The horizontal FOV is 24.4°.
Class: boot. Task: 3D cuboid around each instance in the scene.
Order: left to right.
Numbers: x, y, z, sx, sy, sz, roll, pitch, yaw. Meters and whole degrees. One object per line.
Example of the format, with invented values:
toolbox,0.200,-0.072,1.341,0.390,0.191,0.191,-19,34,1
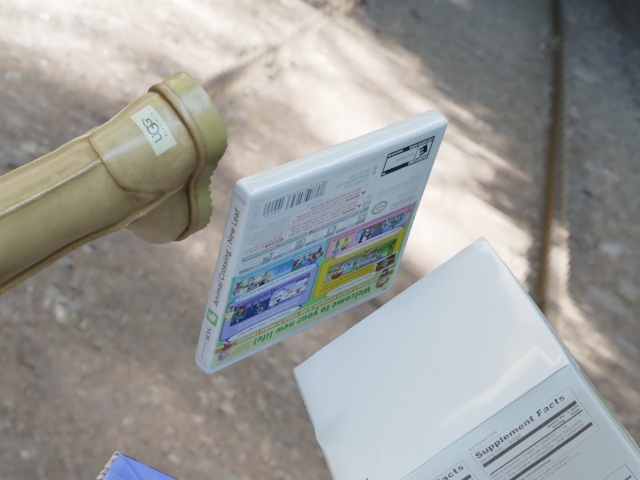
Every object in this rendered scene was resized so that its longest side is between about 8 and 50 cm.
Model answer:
boot,-0.205,-0.004,1.016,0.089,0.269,0.236,54,-19,12

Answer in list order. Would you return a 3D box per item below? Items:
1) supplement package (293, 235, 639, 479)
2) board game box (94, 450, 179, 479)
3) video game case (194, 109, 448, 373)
supplement package,0.145,0.182,1.188,0.263,0.198,0.199,51,7,-30
board game box,-0.136,0.363,1.203,0.232,0.291,0.141,26,11,0
video game case,0.000,0.000,1.195,0.212,0.193,0.023,-23,53,-37
